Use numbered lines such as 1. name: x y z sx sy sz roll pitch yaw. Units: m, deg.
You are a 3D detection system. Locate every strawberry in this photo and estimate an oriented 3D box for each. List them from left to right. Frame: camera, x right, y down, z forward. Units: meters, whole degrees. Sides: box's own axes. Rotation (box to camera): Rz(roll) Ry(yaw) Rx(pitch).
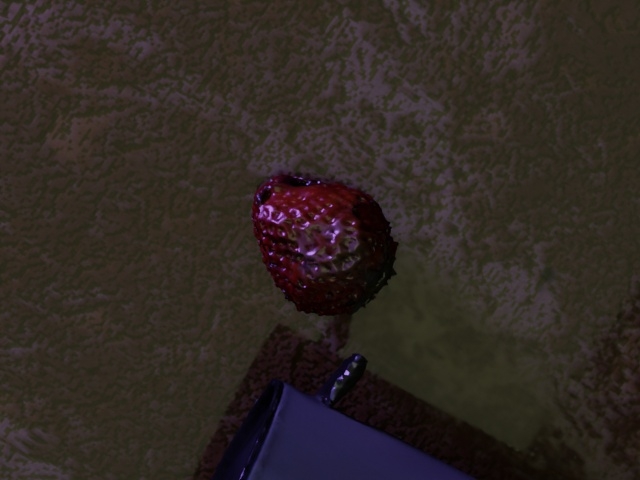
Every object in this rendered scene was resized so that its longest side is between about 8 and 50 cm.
1. strawberry: 0.000 0.000 0.987 0.083 0.083 0.096 -41 86 2

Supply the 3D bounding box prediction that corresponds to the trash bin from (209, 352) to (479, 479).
1. trash bin: 0.041 0.231 0.936 0.263 0.217 0.277 27 83 -3
